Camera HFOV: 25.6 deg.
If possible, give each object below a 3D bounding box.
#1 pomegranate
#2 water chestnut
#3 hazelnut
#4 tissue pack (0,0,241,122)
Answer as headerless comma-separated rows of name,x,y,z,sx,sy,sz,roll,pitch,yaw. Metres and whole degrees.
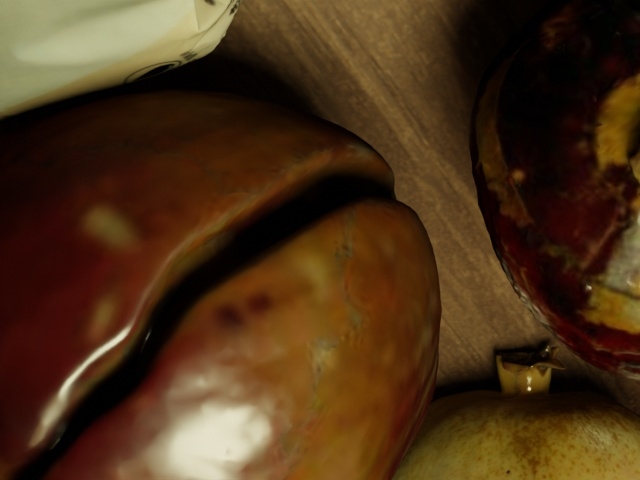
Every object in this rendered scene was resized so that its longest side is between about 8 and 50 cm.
pomegranate,0.191,0.254,1.263,0.319,0.319,0.319,-5,136,-5
water chestnut,0.271,-0.050,0.970,0.335,0.335,0.347,-14,166,4
hazelnut,-0.119,0.088,0.976,0.402,0.402,0.429,-3,143,-7
tissue pack,-0.260,-0.185,0.795,0.390,0.195,0.375,-16,155,6
